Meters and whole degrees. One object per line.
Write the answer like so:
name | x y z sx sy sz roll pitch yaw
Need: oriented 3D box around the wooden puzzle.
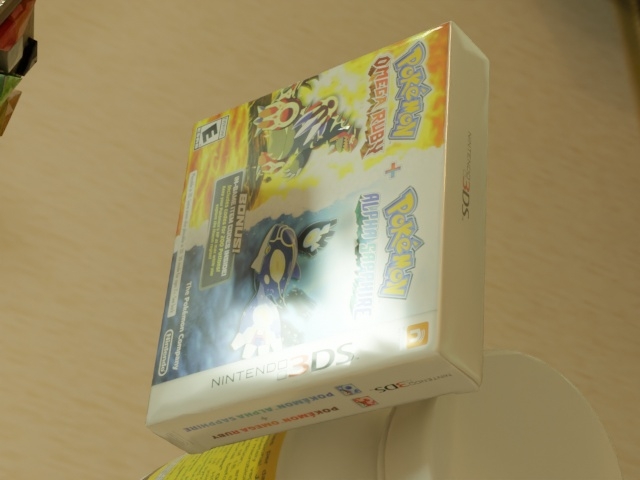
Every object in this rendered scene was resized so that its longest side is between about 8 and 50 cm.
wooden puzzle | -0.168 -0.101 0.748 0.116 0.014 0.078 103 -173 -56

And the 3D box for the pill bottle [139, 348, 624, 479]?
pill bottle | 0.013 0.184 0.833 0.334 0.188 0.188 -34 37 47

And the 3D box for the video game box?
video game box | 0.000 0.000 0.748 0.187 0.048 0.205 -17 52 30
